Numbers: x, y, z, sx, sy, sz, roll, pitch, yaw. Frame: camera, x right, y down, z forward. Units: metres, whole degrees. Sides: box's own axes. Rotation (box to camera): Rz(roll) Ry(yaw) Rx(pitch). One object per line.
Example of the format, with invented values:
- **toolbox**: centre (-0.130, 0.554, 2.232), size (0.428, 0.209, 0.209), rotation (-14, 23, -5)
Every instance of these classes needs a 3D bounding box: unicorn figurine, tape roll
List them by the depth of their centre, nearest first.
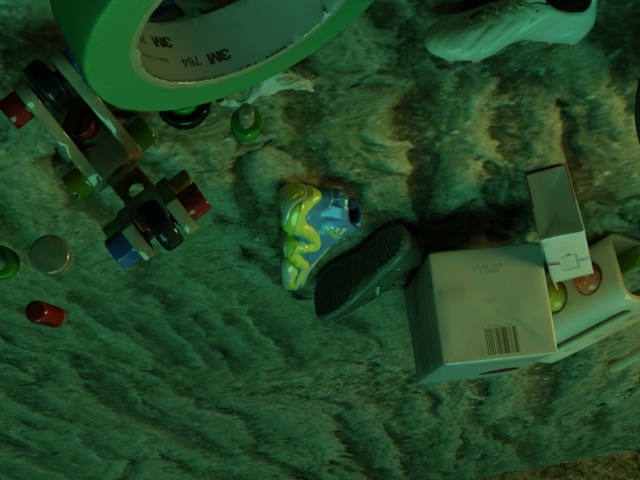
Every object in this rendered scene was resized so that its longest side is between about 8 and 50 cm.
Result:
- **tape roll**: centre (-0.077, -0.236, 0.866), size (0.321, 0.077, 0.321), rotation (-27, 168, -6)
- **unicorn figurine**: centre (-0.072, -0.197, 1.094), size (0.111, 0.060, 0.162), rotation (-11, 152, 11)

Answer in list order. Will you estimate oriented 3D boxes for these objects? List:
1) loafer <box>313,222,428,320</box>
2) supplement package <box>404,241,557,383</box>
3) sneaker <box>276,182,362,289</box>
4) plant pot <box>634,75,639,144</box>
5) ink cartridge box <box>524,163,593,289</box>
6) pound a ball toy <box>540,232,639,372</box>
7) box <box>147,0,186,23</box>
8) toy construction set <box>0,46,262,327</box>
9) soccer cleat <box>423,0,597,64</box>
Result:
- **loafer**: centre (0.082, 0.064, 1.570), size (0.087, 0.094, 0.251), rotation (16, 143, -35)
- **supplement package**: centre (0.250, 0.127, 1.566), size (0.177, 0.175, 0.293), rotation (-6, 166, -3)
- **sneaker**: centre (0.000, 0.000, 1.441), size (0.126, 0.091, 0.240), rotation (-5, 151, -4)
- **plant pot**: centre (0.462, -0.168, 1.147), size (0.237, 0.237, 0.110), rotation (4, -169, -18)
- **ink cartridge box**: centre (0.364, -0.015, 1.457), size (0.067, 0.115, 0.198), rotation (-14, 152, 13)
- **pound a ball toy**: centre (0.456, 0.129, 1.643), size (0.136, 0.208, 0.319), rotation (12, 148, -30)
- **box**: centre (-0.221, -0.271, 0.945), size (0.109, 0.042, 0.178), rotation (-14, 152, 17)
- **toy construction set**: centre (-0.247, -0.045, 1.100), size (0.257, 0.309, 0.237), rotation (26, 170, 0)
- **soccer cleat**: centre (0.209, -0.245, 1.060), size (0.196, 0.068, 0.076), rotation (-9, 147, -8)
